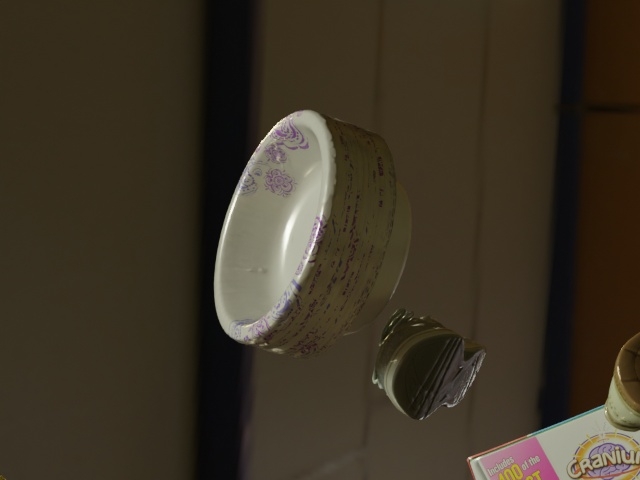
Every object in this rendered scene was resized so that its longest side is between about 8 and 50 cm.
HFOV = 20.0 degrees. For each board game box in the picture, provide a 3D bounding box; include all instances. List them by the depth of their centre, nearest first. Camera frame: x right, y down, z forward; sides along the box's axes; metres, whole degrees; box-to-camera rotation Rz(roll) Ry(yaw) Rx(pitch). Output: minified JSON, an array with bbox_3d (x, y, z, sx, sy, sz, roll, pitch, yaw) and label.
[{"bbox_3d":[0.311,0.326,1.820,0.064,0.242,0.317,9,-120,-60],"label":"board game box"}]

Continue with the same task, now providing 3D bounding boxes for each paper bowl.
[{"bbox_3d":[0.000,0.000,2.128,0.148,0.284,0.284,17,-104,-25],"label":"paper bowl"}]

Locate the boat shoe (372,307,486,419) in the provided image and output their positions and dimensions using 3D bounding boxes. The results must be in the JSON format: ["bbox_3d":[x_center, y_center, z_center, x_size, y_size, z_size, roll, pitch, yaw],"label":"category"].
[{"bbox_3d":[0.119,0.145,2.238,0.118,0.103,0.320,-63,-18,7],"label":"boat shoe"}]

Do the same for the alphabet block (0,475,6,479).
[{"bbox_3d":[-0.486,0.318,1.978,0.197,0.193,0.192,-46,10,26],"label":"alphabet block"}]

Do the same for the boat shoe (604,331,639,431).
[{"bbox_3d":[0.379,0.091,1.597,0.089,0.285,0.105,101,150,-62],"label":"boat shoe"}]
